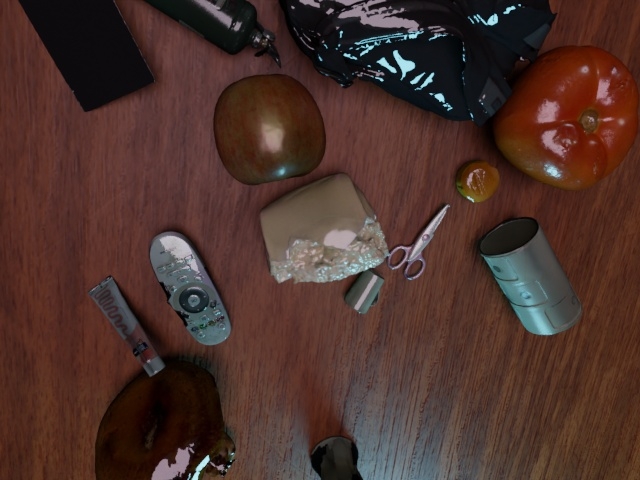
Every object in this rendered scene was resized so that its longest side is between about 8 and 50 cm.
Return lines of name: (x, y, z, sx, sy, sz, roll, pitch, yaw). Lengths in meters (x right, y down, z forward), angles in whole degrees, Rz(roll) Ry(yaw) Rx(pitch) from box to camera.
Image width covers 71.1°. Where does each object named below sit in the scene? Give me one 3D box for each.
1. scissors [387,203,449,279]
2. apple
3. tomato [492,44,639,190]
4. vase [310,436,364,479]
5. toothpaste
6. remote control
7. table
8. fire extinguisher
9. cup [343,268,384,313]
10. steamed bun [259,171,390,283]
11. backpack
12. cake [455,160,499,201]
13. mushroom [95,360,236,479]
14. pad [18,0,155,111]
scissors: (0.214, -0.002, 0.931, 0.085, 0.022, 0.176, 32, 101, -12)
apple: (-0.086, -0.185, 0.753, 0.188, 0.188, 0.174, -12, 101, -5)
tomato: (0.447, -0.221, 0.826, 0.259, 0.180, 0.260, -3, 105, -11)
vase: (0.058, 0.553, 0.877, 0.165, 0.360, 0.165, -2, 104, -8)
toothpaste: (-0.367, 0.166, 0.856, 0.056, 0.036, 0.205, -37, 84, -2)
remote control: (-0.253, 0.097, 0.876, 0.097, 0.045, 0.256, -19, 110, -2)
table: (0.436, 0.074, 0.931, 0.126, 0.126, 0.220, -36, 108, 2)
fire extinguisher: (-0.183, -0.382, 0.734, 0.294, 0.118, 0.093, 28, 131, -14)
cup: (0.100, 0.107, 0.926, 0.075, 0.054, 0.083, 30, 96, -14)
steamed bun: (0.000, 0.000, 0.824, 0.225, 0.170, 0.200, -25, 112, 0)
backpack: (0.166, -0.384, 0.702, 0.445, 0.255, 0.363, 21, 108, -26)
cake: (0.318, -0.121, 0.904, 0.084, 0.044, 0.084, -2, 106, -7)
mushroom: (-0.308, 0.388, 0.871, 0.267, 0.267, 0.254, -1, 132, -8)
pad: (-0.384, -0.343, 0.711, 0.163, 0.004, 0.243, -13, 115, 21)
